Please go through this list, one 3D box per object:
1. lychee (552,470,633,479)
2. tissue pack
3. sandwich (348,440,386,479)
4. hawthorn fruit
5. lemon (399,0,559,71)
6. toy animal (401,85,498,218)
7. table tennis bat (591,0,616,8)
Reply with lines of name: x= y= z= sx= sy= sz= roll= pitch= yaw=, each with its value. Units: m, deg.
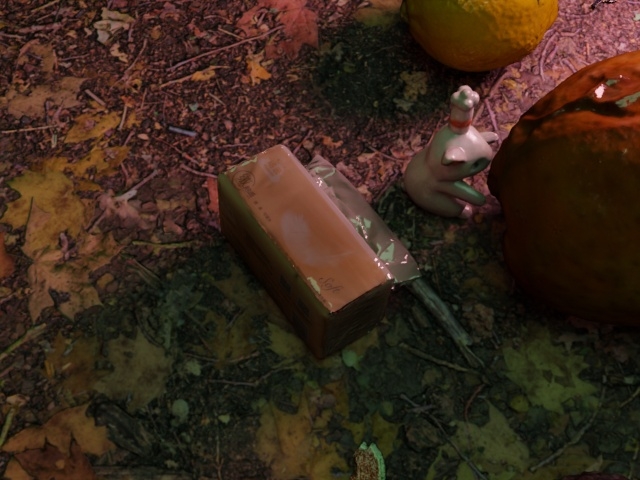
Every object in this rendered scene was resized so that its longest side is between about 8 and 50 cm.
lychee: x=0.398 y=0.461 z=1.251 sx=0.300 sy=0.300 sz=0.300 roll=0 pitch=65 yaw=0
tissue pack: x=0.000 y=0.000 z=1.509 sx=0.238 sy=0.238 sz=0.305 roll=-34 pitch=69 yaw=-14
sandwich: x=0.067 y=0.385 z=1.432 sx=0.067 sy=0.029 sz=0.135 roll=19 pitch=68 yaw=15
hawthorn fruit: x=0.489 y=-0.085 z=1.435 sx=0.472 sy=0.472 sz=0.472 roll=0 pitch=65 yaw=0
lemon: x=0.296 y=-0.447 z=1.683 sx=0.293 sy=0.293 sz=0.293 roll=0 pitch=65 yaw=0
toy animal: x=0.237 y=-0.137 z=1.548 sx=0.138 sy=0.282 sz=0.140 roll=11 pitch=67 yaw=-11
table tennis bat: x=0.577 y=-0.496 z=1.846 sx=0.050 sy=0.007 sz=0.083 roll=42 pitch=71 yaw=17
